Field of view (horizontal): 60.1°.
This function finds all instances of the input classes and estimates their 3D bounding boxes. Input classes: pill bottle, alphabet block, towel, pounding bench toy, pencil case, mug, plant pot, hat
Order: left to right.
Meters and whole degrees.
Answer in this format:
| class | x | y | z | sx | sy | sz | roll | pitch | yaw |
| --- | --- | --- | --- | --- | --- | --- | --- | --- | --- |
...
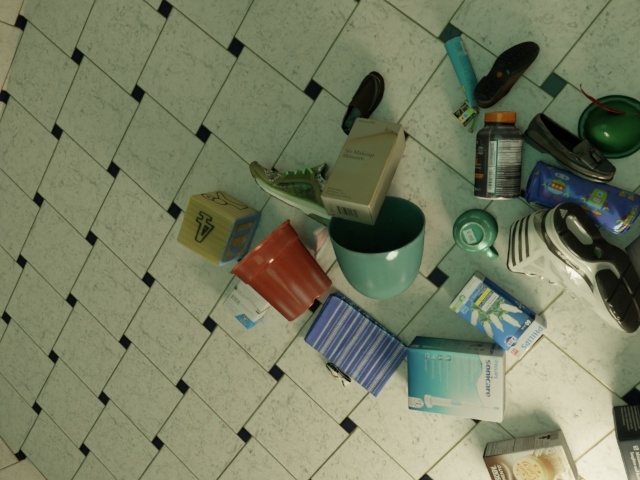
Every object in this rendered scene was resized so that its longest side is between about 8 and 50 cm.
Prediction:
| class | x | y | z | sx | sy | sz | roll | pitch | yaw |
| --- | --- | --- | --- | --- | --- | --- | --- | --- | --- |
| alphabet block | -0.363 | -0.047 | 1.990 | 0.197 | 0.192 | 0.194 | 29 | 109 | 17 |
| plant pot | -0.119 | 0.116 | 1.888 | 0.272 | 0.272 | 0.265 | -42 | 90 | 25 |
| towel | 0.119 | 0.363 | 1.941 | 0.336 | 0.040 | 0.243 | 36 | 113 | 13 |
| plant pot | 0.183 | 0.038 | 1.719 | 0.292 | 0.293 | 0.235 | 7 | 131 | 23 |
| pounding bench toy | 0.442 | -0.368 | 1.642 | 0.065 | 0.052 | 0.083 | -44 | 82 | 24 |
| mug | 0.478 | -0.021 | 1.670 | 0.157 | 0.097 | 0.130 | 24 | 109 | 18 |
| pill bottle | 0.512 | -0.245 | 1.593 | 0.130 | 0.130 | 0.246 | 4 | 102 | 23 |
| pencil case | 0.716 | -0.115 | 1.532 | 0.306 | 0.119 | 0.133 | 23 | 80 | 19 |
| hat | 0.757 | -0.298 | 1.442 | 0.208 | 0.183 | 0.173 | 18 | 108 | 20 |

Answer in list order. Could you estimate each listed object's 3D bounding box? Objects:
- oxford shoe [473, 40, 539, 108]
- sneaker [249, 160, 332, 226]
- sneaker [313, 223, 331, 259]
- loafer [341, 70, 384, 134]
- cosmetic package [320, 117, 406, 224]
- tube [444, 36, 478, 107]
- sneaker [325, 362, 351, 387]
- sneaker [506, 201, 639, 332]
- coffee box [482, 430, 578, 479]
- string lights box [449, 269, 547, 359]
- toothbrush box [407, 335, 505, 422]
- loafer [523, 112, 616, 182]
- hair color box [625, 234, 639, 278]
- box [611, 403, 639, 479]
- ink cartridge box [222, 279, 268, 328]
| class | x | y | z | sx | sy | sz | roll | pitch | yaw |
| --- | --- | --- | --- | --- | --- | --- | --- | --- | --- |
| oxford shoe | 0.526 | -0.469 | 1.574 | 0.227 | 0.096 | 0.083 | -43 | 67 | 7 |
| sneaker | -0.046 | -0.191 | 1.866 | 0.410 | 0.158 | 0.182 | 29 | 95 | 12 |
| sneaker | 0.000 | 0.000 | 1.911 | 0.070 | 0.051 | 0.134 | 41 | 125 | 18 |
| loafer | 0.132 | -0.428 | 1.753 | 0.080 | 0.078 | 0.220 | 31 | 111 | 16 |
| cosmetic package | 0.135 | -0.213 | 1.682 | 0.160 | 0.113 | 0.310 | 13 | 65 | 22 |
| tube | 0.424 | -0.489 | 1.619 | 0.052 | 0.080 | 0.207 | -24 | 86 | 57 |
| sneaker | 0.058 | 0.485 | 1.992 | 0.109 | 0.040 | 0.044 | 42 | 116 | 12 |
| sneaker | 0.710 | 0.084 | 1.583 | 0.447 | 0.169 | 0.257 | 48 | 155 | -13 |
| coffee box | 0.656 | 0.700 | 1.736 | 0.246 | 0.098 | 0.141 | -22 | 91 | 26 |
| string lights box | 0.544 | 0.226 | 1.702 | 0.259 | 0.076 | 0.133 | 37 | 111 | 13 |
| toothbrush box | 0.435 | 0.436 | 1.766 | 0.295 | 0.126 | 0.217 | 0 | 100 | 25 |
| loafer | 0.683 | -0.254 | 1.510 | 0.267 | 0.096 | 0.084 | 37 | 143 | 23 |
| hair color box | 0.876 | 0.030 | 1.349 | 0.113 | 0.374 | 0.185 | 45 | 114 | 10 |
| box | 1.037 | 0.603 | 1.485 | 0.395 | 0.212 | 0.294 | -15 | 94 | 26 |
| ink cartridge box | -0.252 | 0.209 | 2.051 | 0.139 | 0.082 | 0.191 | 42 | 112 | 11 |
